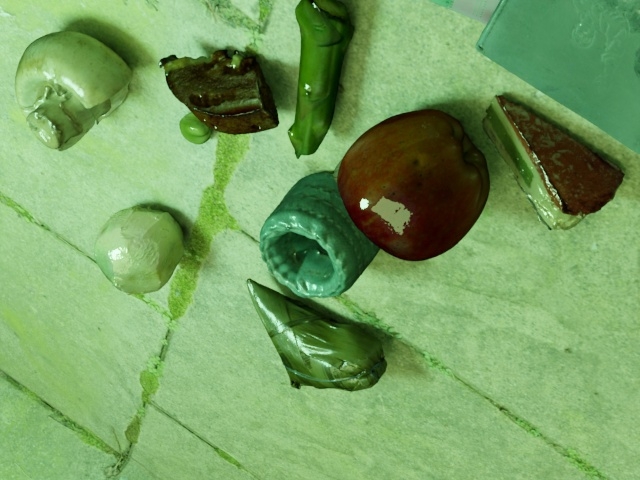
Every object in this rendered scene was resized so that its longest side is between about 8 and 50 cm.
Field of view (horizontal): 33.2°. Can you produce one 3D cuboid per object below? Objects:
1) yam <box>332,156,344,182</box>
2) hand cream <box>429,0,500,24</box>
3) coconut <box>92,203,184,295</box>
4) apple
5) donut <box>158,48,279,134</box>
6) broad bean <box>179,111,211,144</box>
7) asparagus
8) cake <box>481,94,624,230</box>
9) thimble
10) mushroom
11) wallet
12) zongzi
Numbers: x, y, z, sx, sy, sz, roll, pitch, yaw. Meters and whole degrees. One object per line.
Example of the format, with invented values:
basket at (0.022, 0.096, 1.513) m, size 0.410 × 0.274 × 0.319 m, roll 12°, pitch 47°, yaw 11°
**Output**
yam at (0.080, -0.085, 1.801) m, size 0.127 × 0.084 × 0.084 m, roll 48°, pitch 144°, yaw -16°
hand cream at (0.206, -0.329, 1.448) m, size 0.174 × 0.047 × 0.076 m, roll 22°, pitch 146°, yaw 5°
coconut at (-0.382, 0.025, 2.239) m, size 0.194 × 0.194 × 0.194 m, roll 24°, pitch 143°, yaw 19°
apple at (0.145, -0.083, 1.643) m, size 0.234 × 0.234 × 0.234 m, roll 24°, pitch 143°, yaw 19°
donut at (-0.167, -0.239, 1.803) m, size 0.187 × 0.144 × 0.126 m, roll -10°, pitch 150°, yaw 17°
broad bean at (-0.229, -0.206, 1.970) m, size 0.063 × 0.045 × 0.083 m, roll 30°, pitch 154°, yaw -10°
asparagus at (-0.004, -0.256, 1.679) m, size 0.082 × 0.085 × 0.343 m, roll 29°, pitch 146°, yaw 18°
cake at (0.313, -0.101, 1.548) m, size 0.220 × 0.116 × 0.086 m, roll 32°, pitch 151°, yaw 5°
thimble at (0.000, 0.000, 1.919) m, size 0.198 × 0.143 × 0.235 m, roll 31°, pitch 147°, yaw 9°
mushroom at (-0.478, -0.279, 1.971) m, size 0.189 × 0.195 × 0.254 m, roll 44°, pitch 142°, yaw -4°
wallet at (0.366, -0.257, 1.368) m, size 0.290 × 0.054 × 0.251 m, roll 33°, pitch 145°, yaw 3°
zongzi at (-0.009, 0.180, 2.157) m, size 0.251 × 0.125 × 0.274 m, roll -5°, pitch 122°, yaw 45°
